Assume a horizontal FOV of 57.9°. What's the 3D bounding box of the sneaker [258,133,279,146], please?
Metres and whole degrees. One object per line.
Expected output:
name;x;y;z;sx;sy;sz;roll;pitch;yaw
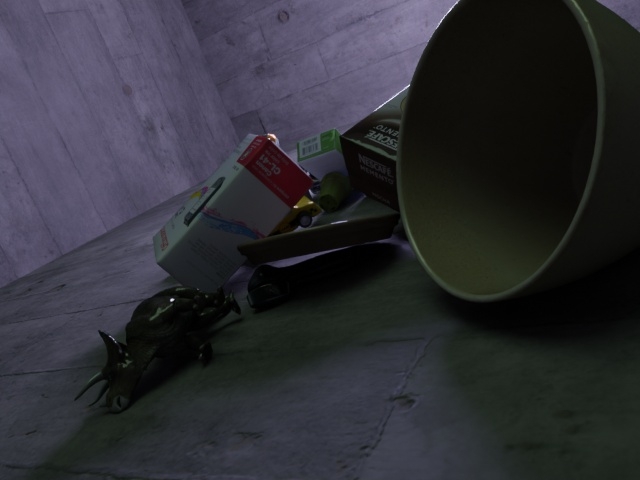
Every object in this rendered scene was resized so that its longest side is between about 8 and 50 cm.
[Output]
sneaker;-0.171;-0.190;1.676;0.099;0.263;0.121;30;26;15

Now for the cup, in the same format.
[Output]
cup;0.266;-0.098;0.645;0.236;0.331;0.331;1;6;-22

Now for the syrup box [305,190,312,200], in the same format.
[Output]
syrup box;-0.108;-0.105;1.523;0.093;0.096;0.237;-17;14;20

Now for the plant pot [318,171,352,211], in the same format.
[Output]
plant pot;0.029;-0.111;1.406;0.083;0.083;0.079;-14;28;27

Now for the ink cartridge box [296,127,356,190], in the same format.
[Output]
ink cartridge box;0.040;-0.191;1.444;0.108;0.062;0.209;-15;-26;27

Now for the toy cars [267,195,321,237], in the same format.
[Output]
toy cars;-0.189;-0.033;1.333;0.393;0.087;0.176;-14;31;28

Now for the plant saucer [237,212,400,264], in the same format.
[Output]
plant saucer;0.000;0.000;0.968;0.277;0.041;0.278;-12;0;0

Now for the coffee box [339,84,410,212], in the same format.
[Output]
coffee box;0.200;-0.185;0.998;0.297;0.119;0.168;-39;49;-22

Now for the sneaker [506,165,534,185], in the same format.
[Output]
sneaker;0.366;-0.118;0.843;0.295;0.124;0.109;-28;16;-26

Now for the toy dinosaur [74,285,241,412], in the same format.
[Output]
toy dinosaur;-0.221;0.113;0.867;0.160;0.121;0.313;-3;24;15

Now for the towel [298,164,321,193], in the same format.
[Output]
towel;0.099;-0.223;1.616;0.283;0.121;0.235;-15;18;18

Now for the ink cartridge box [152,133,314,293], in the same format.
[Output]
ink cartridge box;-0.179;-0.056;1.136;0.306;0.131;0.226;-47;21;-3

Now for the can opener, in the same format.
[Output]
can opener;-0.033;0.058;0.946;0.186;0.073;0.059;-19;-24;-3
